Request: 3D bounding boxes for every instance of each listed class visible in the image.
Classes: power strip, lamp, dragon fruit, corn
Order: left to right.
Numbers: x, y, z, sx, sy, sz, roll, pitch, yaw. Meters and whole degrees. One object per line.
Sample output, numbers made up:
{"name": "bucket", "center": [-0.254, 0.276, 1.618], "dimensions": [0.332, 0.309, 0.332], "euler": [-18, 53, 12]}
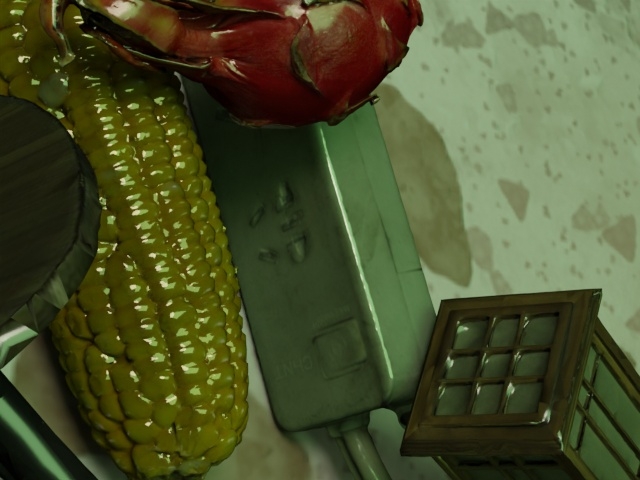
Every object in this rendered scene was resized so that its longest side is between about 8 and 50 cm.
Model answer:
{"name": "corn", "center": [-0.100, -0.037, 0.695], "dimensions": [0.102, 0.102, 0.313], "euler": [-19, 87, -42]}
{"name": "dragon fruit", "center": [-0.038, -0.091, 0.668], "dimensions": [0.190, 0.094, 0.094], "euler": [-13, 83, -34]}
{"name": "power strip", "center": [0.000, 0.000, 0.767], "dimensions": [0.053, 0.093, 0.288], "euler": [-8, 78, -44]}
{"name": "lamp", "center": [0.160, 0.151, 0.784], "dimensions": [0.325, 0.090, 0.089], "euler": [49, 48, -38]}

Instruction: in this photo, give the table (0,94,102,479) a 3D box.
{"name": "table", "center": [-0.138, 0.119, 0.542], "dimensions": [0.249, 0.317, 0.317], "euler": [58, 47, -25]}
